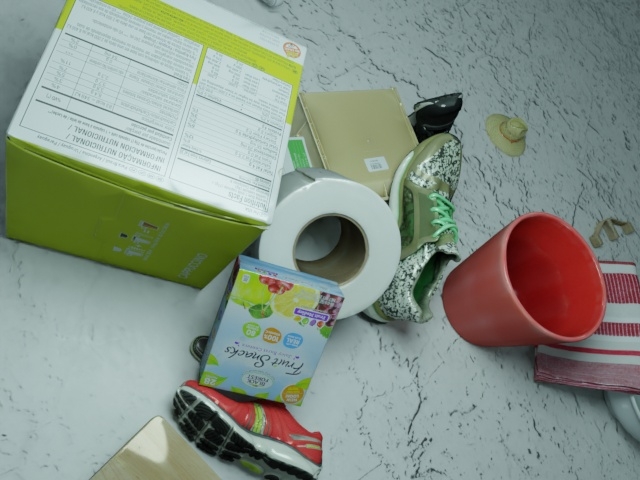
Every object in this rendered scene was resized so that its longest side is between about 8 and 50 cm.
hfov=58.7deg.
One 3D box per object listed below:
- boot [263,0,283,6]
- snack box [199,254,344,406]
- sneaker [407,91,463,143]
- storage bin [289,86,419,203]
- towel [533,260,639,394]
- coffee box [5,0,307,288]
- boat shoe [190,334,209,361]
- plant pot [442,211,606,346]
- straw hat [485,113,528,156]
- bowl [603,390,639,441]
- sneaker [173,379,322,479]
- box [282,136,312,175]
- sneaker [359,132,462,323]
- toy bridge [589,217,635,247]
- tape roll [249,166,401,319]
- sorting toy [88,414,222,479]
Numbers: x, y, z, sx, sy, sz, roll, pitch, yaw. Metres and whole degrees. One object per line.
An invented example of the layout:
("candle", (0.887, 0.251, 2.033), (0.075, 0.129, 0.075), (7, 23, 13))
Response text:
("boot", (-0.198, -0.622, 1.293), (0.123, 0.095, 0.258), (-31, 77, -28))
("snack box", (-0.080, 0.146, 0.908), (0.174, 0.070, 0.207), (16, 107, -16))
("sneaker", (0.257, -0.237, 1.255), (0.107, 0.283, 0.124), (-13, 89, -3))
("storage bin", (0.075, -0.187, 1.225), (0.262, 0.123, 0.260), (-11, 76, -32))
("towel", (0.622, 0.184, 1.323), (0.237, 0.037, 0.329), (4, 57, 15))
("coffee box", (-0.262, -0.154, 0.899), (0.338, 0.337, 0.334), (19, 62, -21))
("boat shoe", (-0.149, 0.204, 0.981), (0.152, 0.049, 0.056), (29, 59, -15))
("plant pot", (0.407, 0.105, 1.204), (0.275, 0.243, 0.275), (11, 65, -24))
("straw hat", (0.526, -0.302, 1.551), (0.144, 0.061, 0.144), (11, 64, -24))
("bowl", (0.781, 0.365, 1.359), (0.298, 0.134, 0.298), (11, 64, -23))
("sneaker", (-0.116, 0.304, 0.946), (0.279, 0.107, 0.118), (36, 38, -14))
("box", (-0.076, -0.140, 1.136), (0.087, 0.102, 0.101), (-9, 75, -29))
("sneaker", (0.223, -0.012, 1.118), (0.158, 0.182, 0.410), (21, 87, -37))
("toy bridge", (0.822, -0.032, 1.615), (0.188, 0.026, 0.063), (-16, 76, -33))
("tape roll", (0.000, 0.000, 1.012), (0.246, 0.169, 0.246), (-3, 103, -13))
("sorting toy", (-0.246, 0.436, 0.806), (0.257, 0.089, 0.255), (48, 55, -2))
